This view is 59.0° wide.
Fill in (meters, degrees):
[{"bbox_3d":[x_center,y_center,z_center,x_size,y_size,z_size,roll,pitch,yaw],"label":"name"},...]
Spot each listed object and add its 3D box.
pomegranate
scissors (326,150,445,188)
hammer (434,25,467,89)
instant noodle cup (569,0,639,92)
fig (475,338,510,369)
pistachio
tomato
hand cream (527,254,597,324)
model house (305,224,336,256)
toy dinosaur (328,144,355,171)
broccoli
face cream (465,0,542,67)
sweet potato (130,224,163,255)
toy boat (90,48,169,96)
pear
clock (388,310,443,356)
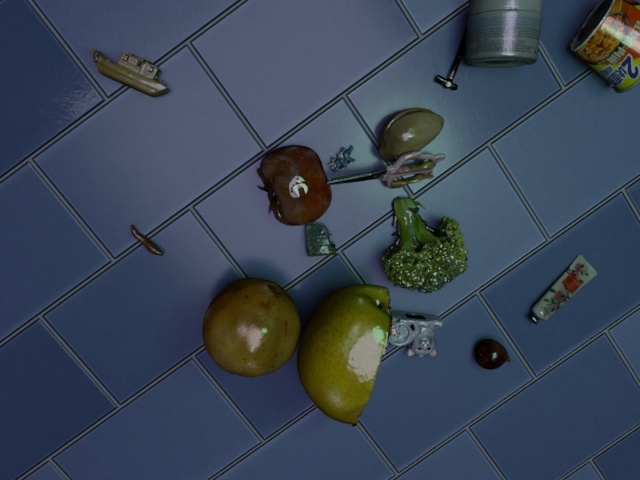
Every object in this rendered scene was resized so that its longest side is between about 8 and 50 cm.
[{"bbox_3d":[-0.175,0.229,1.441,0.264,0.264,0.264,-1,100,-5],"label":"pomegranate"},{"bbox_3d":[0.163,-0.172,1.445,0.318,0.160,0.024,-10,64,-18],"label":"scissors"},{"bbox_3d":[0.359,-0.484,1.477,0.065,0.021,0.178,20,97,-7],"label":"hammer"},{"bbox_3d":[0.753,-0.507,1.425,0.174,0.213,0.213,30,96,-1],"label":"instant noodle cup"},{"bbox_3d":[0.506,0.326,1.615,0.125,0.089,0.089,6,100,-28],"label":"fig"},{"bbox_3d":[0.229,-0.276,1.457,0.185,0.124,0.124,-24,102,-6],"label":"pistachio"},{"bbox_3d":[-0.063,-0.136,1.440,0.181,0.155,0.214,-24,100,-4],"label":"tomato"},{"bbox_3d":[0.686,0.147,1.614,0.234,0.050,0.080,-45,97,-3],"label":"hand cream"},{"bbox_3d":[0.000,0.000,1.520,0.079,0.066,0.083,-6,83,7],"label":"model house"},{"bbox_3d":[0.058,-0.216,1.493,0.083,0.030,0.047,-36,103,2],"label":"toy dinosaur"},{"bbox_3d":[0.274,0.018,1.479,0.242,0.180,0.273,-19,101,-1],"label":"broccoli"},{"bbox_3d":[0.450,-0.514,1.399,0.177,0.177,0.153,1,100,-5],"label":"face cream"},{"bbox_3d":[-0.461,0.005,1.491,0.115,0.026,0.026,42,94,-5],"label":"sweet potato"},{"bbox_3d":[-0.468,-0.421,1.397,0.200,0.057,0.077,23,93,-8],"label":"toy boat"},{"bbox_3d":[0.041,0.277,1.437,0.191,0.340,0.386,15,121,-2],"label":"pear"},{"bbox_3d":[0.246,0.265,1.574,0.176,0.080,0.117,7,100,-8],"label":"clock"}]
